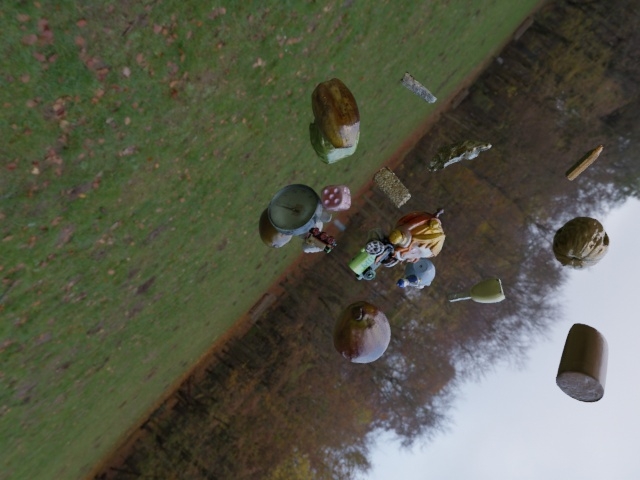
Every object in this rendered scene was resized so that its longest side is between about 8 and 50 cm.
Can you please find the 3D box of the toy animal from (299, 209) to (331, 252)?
[{"bbox_3d":[-0.027,-0.044,1.888,0.128,0.193,0.179,0,173,-33],"label":"toy animal"}]

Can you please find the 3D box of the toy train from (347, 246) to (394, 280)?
[{"bbox_3d":[0.244,0.079,1.968,0.253,0.157,0.105,-44,-147,12],"label":"toy train"}]

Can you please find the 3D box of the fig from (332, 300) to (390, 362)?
[{"bbox_3d":[0.162,0.355,1.593,0.224,0.224,0.263,-43,153,-63],"label":"fig"}]

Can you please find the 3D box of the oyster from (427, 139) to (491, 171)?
[{"bbox_3d":[0.655,-0.426,1.998,0.166,0.110,0.341,-20,-174,-23],"label":"oyster"}]

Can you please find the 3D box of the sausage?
[{"bbox_3d":[0.816,0.369,1.256,0.253,0.123,0.123,-37,171,-44],"label":"sausage"}]

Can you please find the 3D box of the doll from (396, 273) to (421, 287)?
[{"bbox_3d":[0.423,0.198,1.961,0.143,0.099,0.057,-9,116,-29],"label":"doll"}]

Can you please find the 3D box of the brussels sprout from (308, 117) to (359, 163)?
[{"bbox_3d":[0.065,-0.569,2.183,0.247,0.328,0.328,-28,167,-34],"label":"brussels sprout"}]

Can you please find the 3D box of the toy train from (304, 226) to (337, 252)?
[{"bbox_3d":[0.000,0.000,1.761,0.087,0.138,0.050,-59,-178,6],"label":"toy train"}]

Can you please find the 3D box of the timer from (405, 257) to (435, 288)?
[{"bbox_3d":[0.539,0.204,2.219,0.175,0.175,0.255,-46,144,-39],"label":"timer"}]

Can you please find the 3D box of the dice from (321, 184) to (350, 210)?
[{"bbox_3d":[0.059,-0.161,1.550,0.094,0.091,0.093,-3,177,22],"label":"dice"}]

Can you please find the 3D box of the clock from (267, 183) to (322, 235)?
[{"bbox_3d":[-0.105,-0.129,1.647,0.226,0.226,0.049,-47,151,-8],"label":"clock"}]

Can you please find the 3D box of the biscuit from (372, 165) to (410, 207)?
[{"bbox_3d":[0.278,-0.209,1.586,0.082,0.168,0.070,-40,174,2],"label":"biscuit"}]

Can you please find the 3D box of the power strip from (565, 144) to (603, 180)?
[{"bbox_3d":[1.084,-0.321,1.672,0.178,0.028,0.049,-57,-178,43],"label":"power strip"}]

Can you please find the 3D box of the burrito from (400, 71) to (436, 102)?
[{"bbox_3d":[0.405,-0.628,1.680,0.051,0.171,0.042,-33,-149,59],"label":"burrito"}]

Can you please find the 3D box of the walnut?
[{"bbox_3d":[0.839,0.006,1.309,0.184,0.155,0.155,-50,179,-33],"label":"walnut"}]

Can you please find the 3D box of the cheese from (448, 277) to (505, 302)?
[{"bbox_3d":[0.744,0.256,1.950,0.252,0.054,0.127,-16,-138,22],"label":"cheese"}]

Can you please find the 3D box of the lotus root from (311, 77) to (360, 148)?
[{"bbox_3d":[0.066,-0.519,1.713,0.193,0.290,0.193,-20,174,-2],"label":"lotus root"}]

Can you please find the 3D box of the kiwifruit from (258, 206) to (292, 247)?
[{"bbox_3d":[-0.233,-0.070,2.148,0.196,0.196,0.233,129,-34,-57],"label":"kiwifruit"}]

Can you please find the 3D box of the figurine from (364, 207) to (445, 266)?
[{"bbox_3d":[0.356,-0.008,1.649,0.323,0.196,0.320,-17,157,20],"label":"figurine"}]
